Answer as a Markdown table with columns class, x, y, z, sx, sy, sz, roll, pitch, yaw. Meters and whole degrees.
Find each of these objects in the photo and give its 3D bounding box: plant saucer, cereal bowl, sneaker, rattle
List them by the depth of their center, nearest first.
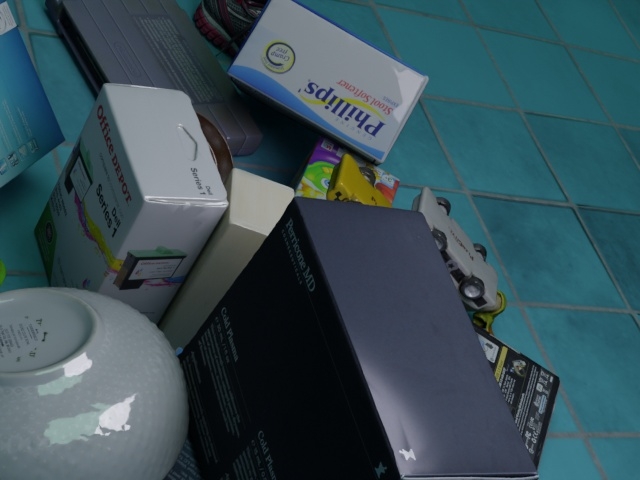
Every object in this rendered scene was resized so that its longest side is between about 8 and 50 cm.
| class | x | y | z | sx | sy | sz | roll | pitch | yaw |
| --- | --- | --- | --- | --- | --- | --- | --- | --- | --- |
| cereal bowl | -0.309 | 0.152 | 1.393 | 0.339 | 0.141 | 0.339 | 1 | 32 | -1 |
| plant saucer | -0.201 | -0.108 | 1.894 | 0.168 | 0.029 | 0.168 | 10 | 75 | -39 |
| rattle | 0.176 | 0.131 | 1.959 | 0.200 | 0.143 | 0.130 | 0 | 15 | -16 |
| sneaker | -0.086 | -0.331 | 2.194 | 0.299 | 0.112 | 0.121 | 42 | 39 | 9 |

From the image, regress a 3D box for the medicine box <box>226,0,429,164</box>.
| class | x | y | z | sx | sy | sz | roll | pitch | yaw |
| --- | --- | --- | --- | --- | --- | --- | --- | --- | --- |
| medicine box | 0.013 | -0.241 | 2.006 | 0.263 | 0.149 | 0.289 | 30 | 1 | -1 |

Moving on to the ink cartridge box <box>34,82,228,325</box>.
| class | x | y | z | sx | sy | sz | roll | pitch | yaw |
| --- | --- | --- | --- | --- | --- | --- | --- | --- | --- |
| ink cartridge box | -0.243 | -0.029 | 1.629 | 0.117 | 0.278 | 0.201 | 3 | 47 | -34 |

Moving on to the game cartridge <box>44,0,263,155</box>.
| class | x | y | z | sx | sy | sz | roll | pitch | yaw |
| --- | --- | --- | --- | --- | --- | --- | --- | --- | --- |
| game cartridge | -0.261 | -0.266 | 2.046 | 0.230 | 0.068 | 0.355 | -4 | 52 | -43 |

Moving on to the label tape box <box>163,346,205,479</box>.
| class | x | y | z | sx | sy | sz | roll | pitch | yaw |
| --- | --- | --- | --- | --- | --- | --- | --- | --- | --- |
| label tape box | -0.161 | 0.314 | 1.463 | 0.249 | 0.115 | 0.347 | 36 | 40 | 2 |

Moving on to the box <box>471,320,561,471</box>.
| class | x | y | z | sx | sy | sz | roll | pitch | yaw |
| --- | --- | --- | --- | --- | --- | --- | --- | --- | --- |
| box | 0.145 | 0.247 | 1.762 | 0.318 | 0.097 | 0.395 | 33 | 38 | -4 |

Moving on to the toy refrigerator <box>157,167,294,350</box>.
| class | x | y | z | sx | sy | sz | roll | pitch | yaw |
| --- | --- | --- | --- | --- | --- | --- | --- | --- | --- |
| toy refrigerator | -0.124 | 0.046 | 1.641 | 0.094 | 0.269 | 0.102 | 19 | 40 | -17 |

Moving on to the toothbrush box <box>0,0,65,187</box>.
| class | x | y | z | sx | sy | sz | roll | pitch | yaw |
| --- | --- | --- | --- | --- | --- | --- | --- | --- | --- |
| toothbrush box | -0.484 | -0.153 | 1.630 | 0.295 | 0.126 | 0.216 | -51 | 127 | -52 |

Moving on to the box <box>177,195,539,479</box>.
| class | x | y | z | sx | sy | sz | roll | pitch | yaw |
| --- | --- | --- | --- | --- | --- | --- | --- | --- | --- |
| box | 0.019 | 0.186 | 1.385 | 0.179 | 0.312 | 0.343 | 5 | 49 | -34 |

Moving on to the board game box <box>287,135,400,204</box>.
| class | x | y | z | sx | sy | sz | roll | pitch | yaw |
| --- | --- | --- | --- | --- | --- | --- | --- | --- | --- |
| board game box | 0.000 | 0.000 | 1.880 | 0.144 | 0.142 | 0.275 | 29 | 38 | -6 |

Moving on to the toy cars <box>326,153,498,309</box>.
| class | x | y | z | sx | sy | sz | roll | pitch | yaw |
| --- | --- | --- | --- | --- | --- | --- | --- | --- | --- |
| toy cars | 0.115 | 0.005 | 1.793 | 0.394 | 0.087 | 0.176 | 18 | 49 | -54 |

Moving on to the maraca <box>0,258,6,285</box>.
| class | x | y | z | sx | sy | sz | roll | pitch | yaw |
| --- | --- | --- | --- | --- | --- | --- | --- | --- | --- |
| maraca | -0.460 | 0.058 | 1.531 | 0.186 | 0.099 | 0.127 | -27 | 38 | -30 |
